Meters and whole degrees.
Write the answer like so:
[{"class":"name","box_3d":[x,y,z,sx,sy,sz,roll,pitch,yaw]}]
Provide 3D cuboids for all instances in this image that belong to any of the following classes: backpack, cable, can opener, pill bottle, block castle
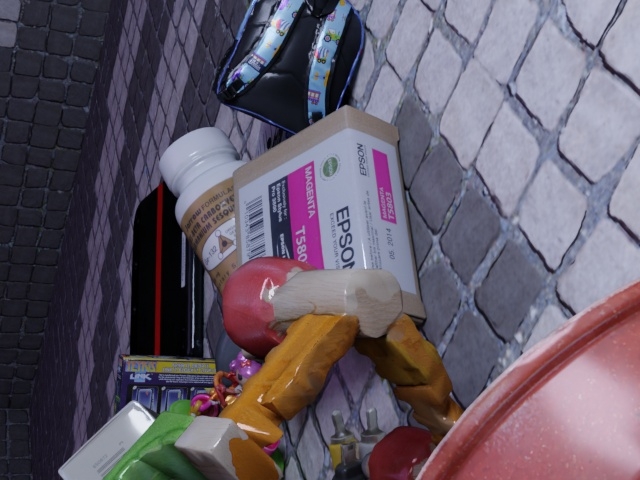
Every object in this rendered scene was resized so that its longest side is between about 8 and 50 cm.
[{"class":"backpack","box_3d":[-0.034,-0.224,1.102,0.117,0.158,0.173,-124,56,-80]},{"class":"cable","box_3d":[0.061,0.321,0.924,0.140,0.072,0.287,4,102,49]},{"class":"can opener","box_3d":[-0.126,0.219,1.276,0.076,0.095,0.283,-118,41,-52]},{"class":"pill bottle","box_3d":[-0.112,-0.029,1.164,0.229,0.131,0.131,57,141,20]},{"class":"block castle","box_3d":[-0.061,0.255,0.664,0.453,0.303,0.213,-49,21,-28]}]

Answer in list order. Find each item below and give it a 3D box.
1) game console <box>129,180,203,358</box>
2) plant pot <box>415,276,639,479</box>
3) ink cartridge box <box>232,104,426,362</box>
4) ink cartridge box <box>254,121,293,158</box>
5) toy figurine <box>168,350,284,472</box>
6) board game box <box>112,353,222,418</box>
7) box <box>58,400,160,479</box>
[{"class":"game console","box_3d":[-0.291,0.068,1.743,0.342,0.060,0.386,-25,63,57]},{"class":"plant pot","box_3d":[0.208,0.186,0.367,0.265,0.273,0.272,53,133,46]},{"class":"ink cartridge box","box_3d":[0.000,0.000,0.979,0.193,0.088,0.234,-27,58,38]},{"class":"ink cartridge box","box_3d":[-0.065,-0.071,1.261,0.097,0.046,0.207,-142,60,-63]},{"class":"toy figurine","box_3d":[-0.089,0.202,1.155,0.159,0.173,0.130,-60,-6,22]},{"class":"board game box","box_3d":[-0.241,0.256,1.434,0.048,0.170,0.141,-179,94,-67]},{"class":"box","box_3d":[-0.207,0.312,1.157,0.148,0.121,0.311,44,168,14]}]
